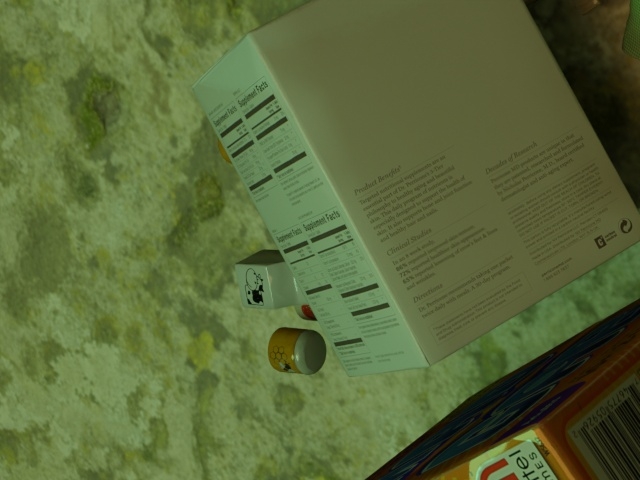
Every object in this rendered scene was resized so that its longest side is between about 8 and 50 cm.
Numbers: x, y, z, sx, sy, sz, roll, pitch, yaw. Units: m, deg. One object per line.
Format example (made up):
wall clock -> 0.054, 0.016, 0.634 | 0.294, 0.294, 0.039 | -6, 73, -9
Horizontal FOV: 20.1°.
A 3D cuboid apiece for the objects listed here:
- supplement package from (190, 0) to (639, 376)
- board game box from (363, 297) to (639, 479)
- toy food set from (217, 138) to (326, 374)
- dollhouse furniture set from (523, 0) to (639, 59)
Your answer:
supplement package -> 0.067, -0.062, 1.346 | 0.262, 0.199, 0.198 | 61, 163, -2
board game box -> 0.224, 0.270, 1.313 | 0.356, 0.356, 0.356 | -36, 86, 42
toy food set -> 0.000, 0.000, 1.530 | 0.104, 0.111, 0.232 | 2, 109, 38
dollhouse furniture set -> 0.205, -0.171, 1.321 | 0.152, 0.058, 0.076 | 25, 125, 27
